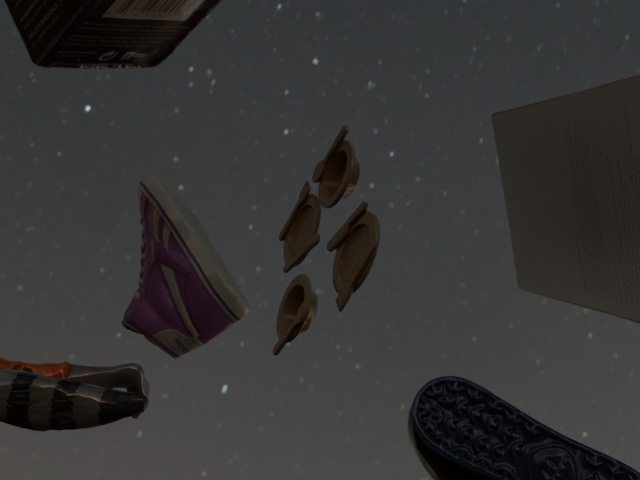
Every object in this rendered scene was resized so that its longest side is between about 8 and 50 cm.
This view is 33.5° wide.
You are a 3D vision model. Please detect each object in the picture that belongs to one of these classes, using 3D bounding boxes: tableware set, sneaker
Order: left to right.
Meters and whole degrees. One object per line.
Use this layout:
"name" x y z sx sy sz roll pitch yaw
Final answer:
"sneaker" -0.223 0.035 1.435 0.161 0.282 0.102 -37 -39 5
"tableware set" 0.000 0.000 0.823 0.020 0.168 0.141 18 -48 -22
"sneaker" 0.162 0.181 0.747 0.232 0.081 0.090 36 -17 18

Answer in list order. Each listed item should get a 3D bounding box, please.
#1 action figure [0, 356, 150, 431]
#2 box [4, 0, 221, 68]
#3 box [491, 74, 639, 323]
"action figure" -0.285 0.070 0.774 0.330 0.341 0.178 24 -41 -7
"box" -0.216 -0.300 1.056 0.167 0.168 0.203 -37 -107 37
"box" 0.290 -0.046 0.813 0.215 0.345 0.168 -11 -86 -7
